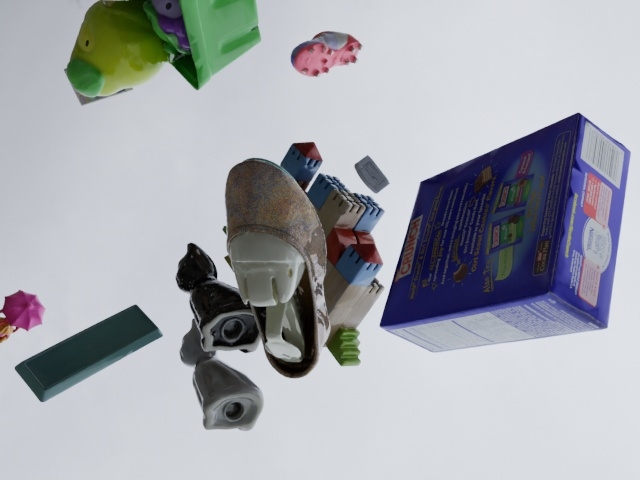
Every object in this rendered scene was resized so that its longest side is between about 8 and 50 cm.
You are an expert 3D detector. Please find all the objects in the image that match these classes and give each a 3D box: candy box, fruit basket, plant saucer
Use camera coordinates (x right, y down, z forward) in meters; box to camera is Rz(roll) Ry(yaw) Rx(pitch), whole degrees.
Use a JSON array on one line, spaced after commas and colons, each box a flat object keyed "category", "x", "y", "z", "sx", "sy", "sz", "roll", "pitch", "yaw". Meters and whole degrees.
[{"category": "candy box", "x": 0.250, "y": 0.005, "z": 1.063, "sx": 0.317, "sy": 0.122, "sz": 0.268, "roll": -20, "pitch": -134, "yaw": 53}, {"category": "fruit basket", "x": -0.344, "y": -0.446, "z": 1.489, "sx": 0.393, "sy": 0.282, "sz": 0.392, "roll": -2, "pitch": -135, "yaw": 2}, {"category": "plant saucer", "x": -0.308, "y": 0.145, "z": 1.029, "sx": 0.067, "sy": 0.192, "sz": 0.018, "roll": 42, "pitch": -43, "yaw": 22}]

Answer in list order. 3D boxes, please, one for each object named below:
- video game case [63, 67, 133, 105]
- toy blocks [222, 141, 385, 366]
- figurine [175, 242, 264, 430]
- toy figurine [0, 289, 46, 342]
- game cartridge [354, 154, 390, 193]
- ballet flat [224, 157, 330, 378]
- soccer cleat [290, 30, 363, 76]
[{"category": "video game case", "x": -0.477, "y": -0.347, "z": 1.642, "sx": 0.122, "sy": 0.087, "sz": 0.011, "roll": -17, "pitch": -148, "yaw": 4}, {"category": "toy blocks", "x": 0.000, "y": 0.000, "z": 1.375, "sx": 0.381, "sy": 0.191, "sz": 0.260, "roll": 50, "pitch": -62, "yaw": 36}, {"category": "figurine", "x": -0.154, "y": 0.134, "z": 1.082, "sx": 0.209, "sy": 0.093, "sz": 0.214, "roll": -134, "pitch": -139, "yaw": -53}, {"category": "toy figurine", "x": -0.600, "y": 0.161, "z": 1.465, "sx": 0.159, "sy": 0.130, "sz": 0.173, "roll": -38, "pitch": -168, "yaw": -1}, {"category": "game cartridge", "x": 0.113, "y": -0.147, "z": 1.706, "sx": 0.056, "sy": 0.083, "sz": 0.017, "roll": -38, "pitch": 180, "yaw": -41}, {"category": "ballet flat", "x": -0.044, "y": 0.051, "z": 0.863, "sx": 0.108, "sy": 0.316, "sz": 0.106, "roll": 1, "pitch": -132, "yaw": 17}, {"category": "soccer cleat", "x": -0.002, "y": -0.421, "z": 1.693, "sx": 0.095, "sy": 0.248, "sz": 0.083, "roll": 35, "pitch": -55, "yaw": 22}]
